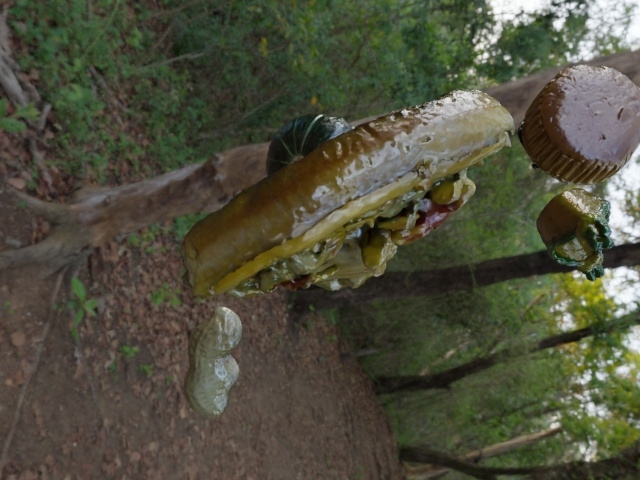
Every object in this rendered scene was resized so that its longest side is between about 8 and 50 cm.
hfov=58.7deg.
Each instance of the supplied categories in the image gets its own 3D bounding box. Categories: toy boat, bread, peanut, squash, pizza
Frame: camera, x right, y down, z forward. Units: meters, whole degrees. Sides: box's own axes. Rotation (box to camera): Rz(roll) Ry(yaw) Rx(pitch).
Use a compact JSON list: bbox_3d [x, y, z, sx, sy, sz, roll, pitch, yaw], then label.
[{"bbox_3d":[0.321,-0.004,0.697,0.088,0.089,0.229,59,14,22],"label":"toy boat"},{"bbox_3d":[0.438,-0.194,0.937,0.104,0.199,0.199,102,-24,-72],"label":"bread"},{"bbox_3d":[-0.203,0.230,1.079,0.085,0.104,0.227,-51,150,-71],"label":"peanut"},{"bbox_3d":[-0.008,-0.172,1.341,0.165,0.252,0.252,-11,86,-59],"label":"squash"},{"bbox_3d":[0.000,0.000,0.475,0.074,0.251,0.287,61,-30,18],"label":"pizza"}]
